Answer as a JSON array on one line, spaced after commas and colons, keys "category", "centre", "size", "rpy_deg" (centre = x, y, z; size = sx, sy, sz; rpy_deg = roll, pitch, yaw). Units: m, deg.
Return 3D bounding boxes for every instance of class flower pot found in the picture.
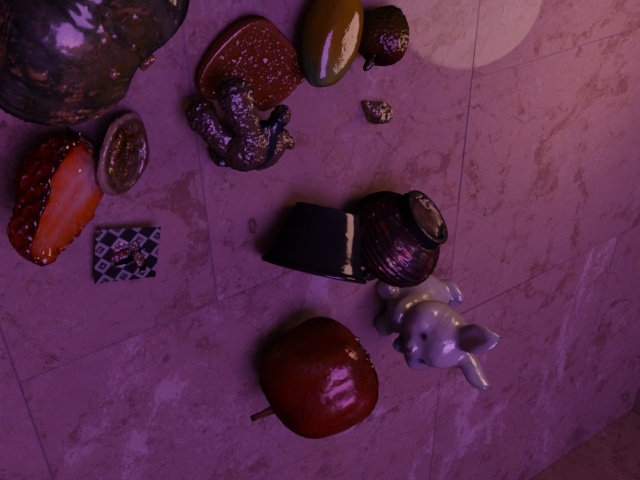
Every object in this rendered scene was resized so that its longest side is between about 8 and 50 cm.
[{"category": "flower pot", "centre": [0.000, 0.000, 1.574], "size": [0.235, 0.235, 0.148], "rpy_deg": [14, 88, -44]}]

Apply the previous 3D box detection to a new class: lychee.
[{"category": "lychee", "centre": [0.124, -0.404, 1.455], "size": [0.114, 0.114, 0.146], "rpy_deg": [45, 66, -46]}]

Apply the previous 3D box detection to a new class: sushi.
[{"category": "sushi", "centre": [-0.376, 0.021, 1.395], "size": [0.126, 0.026, 0.120], "rpy_deg": [-6, 124, -32]}]

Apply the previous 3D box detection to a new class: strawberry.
[{"category": "strawberry", "centre": [-0.451, -0.073, 1.175], "size": [0.190, 0.111, 0.236], "rpy_deg": [95, 13, -55]}]

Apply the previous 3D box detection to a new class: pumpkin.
[{"category": "pumpkin", "centre": [-0.346, -0.316, 1.007], "size": [0.257, 0.291, 0.328], "rpy_deg": [37, 78, -23]}]

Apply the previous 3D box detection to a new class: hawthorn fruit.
[{"category": "hawthorn fruit", "centre": [-0.026, 0.351, 1.749], "size": [0.330, 0.287, 0.287], "rpy_deg": [-31, 135, 1]}]

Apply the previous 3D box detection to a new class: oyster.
[{"category": "oyster", "centre": [0.128, -0.280, 1.598], "size": [0.093, 0.034, 0.051], "rpy_deg": [-2, 111, -33]}]

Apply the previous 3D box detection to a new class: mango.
[{"category": "mango", "centre": [0.020, -0.384, 1.381], "size": [0.130, 0.092, 0.195], "rpy_deg": [30, 78, -53]}]

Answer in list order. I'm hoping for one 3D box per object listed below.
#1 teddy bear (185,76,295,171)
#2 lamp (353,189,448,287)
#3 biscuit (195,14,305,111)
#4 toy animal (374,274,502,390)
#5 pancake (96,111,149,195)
[{"category": "teddy bear", "centre": [-0.142, -0.190, 1.360], "size": [0.182, 0.129, 0.251], "rpy_deg": [-18, 160, 25]}, {"category": "lamp", "centre": [0.168, -0.001, 1.685], "size": [0.247, 0.247, 0.247], "rpy_deg": [-20, 129, -28]}, {"category": "biscuit", "centre": [-0.130, -0.315, 1.361], "size": [0.186, 0.036, 0.192], "rpy_deg": [-49, 137, 2]}, {"category": "toy animal", "centre": [0.308, 0.219, 1.849], "size": [0.241, 0.367, 0.196], "rpy_deg": [-17, 125, -15]}, {"category": "pancake", "centre": [-0.343, -0.150, 1.260], "size": [0.151, 0.025, 0.152], "rpy_deg": [19, 90, -73]}]
